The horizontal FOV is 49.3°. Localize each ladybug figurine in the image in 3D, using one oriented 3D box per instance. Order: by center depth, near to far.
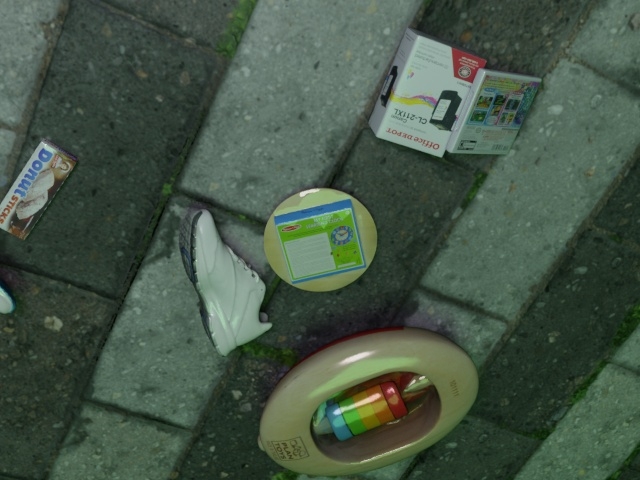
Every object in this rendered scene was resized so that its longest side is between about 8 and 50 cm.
[{"bbox_3d":[0.083,0.304,1.376,0.449,0.162,0.305,-19,118,2],"label":"ladybug figurine"}]

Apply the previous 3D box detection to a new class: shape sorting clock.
[{"bbox_3d":[0.000,0.000,1.270,0.206,0.040,0.206,-2,119,-3],"label":"shape sorting clock"}]

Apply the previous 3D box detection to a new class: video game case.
[{"bbox_3d":[0.291,-0.212,1.168,0.157,0.019,0.143,-4,125,-39],"label":"video game case"}]

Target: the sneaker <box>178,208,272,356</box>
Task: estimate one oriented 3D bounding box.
[{"bbox_3d":[-0.172,0.067,1.263,0.129,0.111,0.297,-21,124,-14],"label":"sneaker"}]

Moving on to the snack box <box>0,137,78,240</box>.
[{"bbox_3d":[-0.480,-0.084,1.168,0.064,0.022,0.178,33,109,-21],"label":"snack box"}]

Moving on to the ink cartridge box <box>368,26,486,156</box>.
[{"bbox_3d":[0.172,-0.240,1.146,0.127,0.072,0.175,14,115,-16],"label":"ink cartridge box"}]

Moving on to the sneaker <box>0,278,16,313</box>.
[{"bbox_3d":[-0.623,0.062,1.176,0.228,0.087,0.092,37,77,-15],"label":"sneaker"}]
